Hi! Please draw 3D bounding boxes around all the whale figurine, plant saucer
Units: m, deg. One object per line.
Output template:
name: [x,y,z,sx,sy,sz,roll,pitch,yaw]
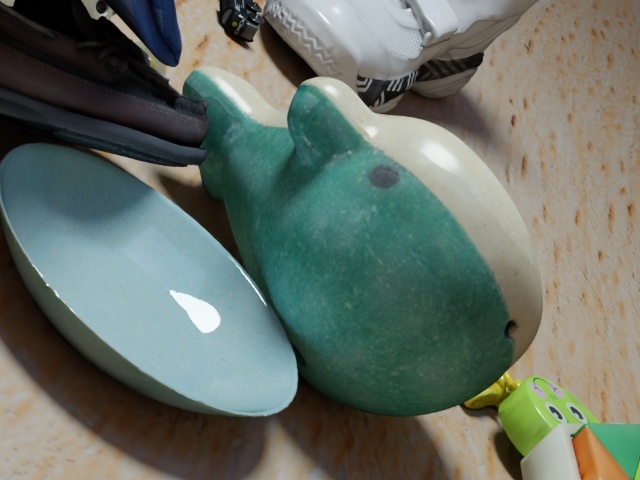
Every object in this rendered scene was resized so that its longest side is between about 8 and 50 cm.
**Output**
whale figurine: [0.000,0.000,1.124,0.272,0.141,0.216,33,-27,34]
plant saucer: [-0.097,0.029,0.992,0.195,0.037,0.195,36,21,-16]

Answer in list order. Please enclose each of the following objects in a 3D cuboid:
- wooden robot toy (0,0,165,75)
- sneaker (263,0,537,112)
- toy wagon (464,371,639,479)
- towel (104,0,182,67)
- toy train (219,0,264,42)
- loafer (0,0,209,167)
wooden robot toy: [-0.178,-0.138,1.184,0.173,0.076,0.079,26,-10,-39]
sneaker: [0.095,-0.229,1.640,0.137,0.210,0.366,47,20,12]
toy wagon: [0.213,0.196,1.190,0.344,0.068,0.267,52,21,25]
towel: [-0.182,-0.220,1.012,0.285,0.034,0.209,46,-9,10]
toy train: [-0.071,-0.205,1.553,0.036,0.027,0.158,23,25,-19]
loafer: [-0.159,-0.108,1.027,0.109,0.095,0.302,17,2,39]
